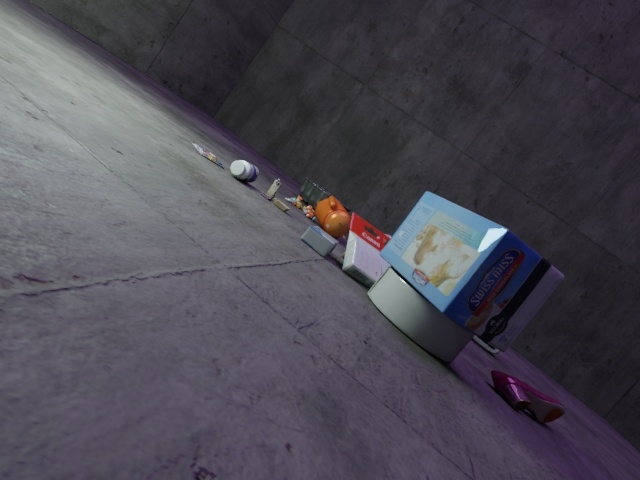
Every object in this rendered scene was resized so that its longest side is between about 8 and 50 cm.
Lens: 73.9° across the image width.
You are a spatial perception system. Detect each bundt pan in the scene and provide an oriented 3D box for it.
[{"bbox_3d":[0.010,-0.225,2.462,0.331,0.124,0.331,36,8,-6],"label":"bundt pan"}]

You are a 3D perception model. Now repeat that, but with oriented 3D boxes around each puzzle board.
[{"bbox_3d":[-0.388,-0.296,1.464,0.096,0.011,0.128,30,9,-43],"label":"puzzle board"}]

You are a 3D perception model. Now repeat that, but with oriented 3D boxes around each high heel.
[{"bbox_3d":[0.584,0.437,1.199,0.244,0.082,0.117,19,24,-25],"label":"high heel"}]

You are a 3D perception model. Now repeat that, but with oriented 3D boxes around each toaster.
[{"bbox_3d":[0.760,0.425,1.937,0.227,0.129,0.146,41,12,12],"label":"toaster"}]

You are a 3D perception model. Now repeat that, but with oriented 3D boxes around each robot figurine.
[{"bbox_3d":[0.054,-0.099,1.819,0.128,0.158,0.219,16,26,-32],"label":"robot figurine"}]

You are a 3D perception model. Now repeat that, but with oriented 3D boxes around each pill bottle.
[{"bbox_3d":[-0.265,-0.241,1.478,0.067,0.067,0.120,38,7,11],"label":"pill bottle"}]

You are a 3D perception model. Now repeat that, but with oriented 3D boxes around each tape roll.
[{"bbox_3d":[0.267,0.193,1.144,0.286,0.100,0.286,36,8,-6],"label":"tape roll"}]

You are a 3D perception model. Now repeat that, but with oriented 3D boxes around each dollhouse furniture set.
[{"bbox_3d":[-0.137,-0.163,1.536,0.114,0.081,0.091,38,7,10],"label":"dollhouse furniture set"}]

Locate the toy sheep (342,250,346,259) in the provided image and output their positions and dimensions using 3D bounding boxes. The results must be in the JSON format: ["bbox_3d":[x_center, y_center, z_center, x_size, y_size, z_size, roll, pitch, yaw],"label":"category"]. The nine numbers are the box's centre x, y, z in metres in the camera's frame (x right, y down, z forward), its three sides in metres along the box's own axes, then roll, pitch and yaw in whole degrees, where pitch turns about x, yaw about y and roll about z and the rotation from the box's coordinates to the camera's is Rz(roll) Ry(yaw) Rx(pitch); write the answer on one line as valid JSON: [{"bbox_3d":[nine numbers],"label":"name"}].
[{"bbox_3d":[0.129,0.063,1.374,0.132,0.091,0.091,14,16,-22],"label":"toy sheep"}]

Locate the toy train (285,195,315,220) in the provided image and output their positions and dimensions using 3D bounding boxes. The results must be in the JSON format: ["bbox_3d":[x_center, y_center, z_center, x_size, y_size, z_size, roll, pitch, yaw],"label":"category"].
[{"bbox_3d":[-0.076,-0.154,1.910,0.166,0.046,0.125,39,7,9],"label":"toy train"}]

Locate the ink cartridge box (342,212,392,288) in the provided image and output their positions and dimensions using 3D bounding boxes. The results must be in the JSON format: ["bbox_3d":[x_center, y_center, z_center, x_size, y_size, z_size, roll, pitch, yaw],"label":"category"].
[{"bbox_3d":[0.166,0.035,1.321,0.189,0.232,0.066,33,-37,-25],"label":"ink cartridge box"}]

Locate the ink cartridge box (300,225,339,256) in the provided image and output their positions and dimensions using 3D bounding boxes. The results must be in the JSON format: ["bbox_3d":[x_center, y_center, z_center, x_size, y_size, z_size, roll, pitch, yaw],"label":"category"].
[{"bbox_3d":[0.000,0.000,1.278,0.088,0.052,0.122,38,6,6],"label":"ink cartridge box"}]

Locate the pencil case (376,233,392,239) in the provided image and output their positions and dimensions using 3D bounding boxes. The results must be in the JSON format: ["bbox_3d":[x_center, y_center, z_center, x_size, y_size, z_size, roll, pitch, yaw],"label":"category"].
[{"bbox_3d":[0.298,0.083,1.759,0.124,0.124,0.284,43,2,40],"label":"pencil case"}]

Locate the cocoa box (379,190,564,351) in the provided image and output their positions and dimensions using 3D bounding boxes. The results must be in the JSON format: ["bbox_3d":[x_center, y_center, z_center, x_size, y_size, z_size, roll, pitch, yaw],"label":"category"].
[{"bbox_3d":[0.354,0.060,1.070,0.228,0.231,0.347,33,8,-25],"label":"cocoa box"}]
